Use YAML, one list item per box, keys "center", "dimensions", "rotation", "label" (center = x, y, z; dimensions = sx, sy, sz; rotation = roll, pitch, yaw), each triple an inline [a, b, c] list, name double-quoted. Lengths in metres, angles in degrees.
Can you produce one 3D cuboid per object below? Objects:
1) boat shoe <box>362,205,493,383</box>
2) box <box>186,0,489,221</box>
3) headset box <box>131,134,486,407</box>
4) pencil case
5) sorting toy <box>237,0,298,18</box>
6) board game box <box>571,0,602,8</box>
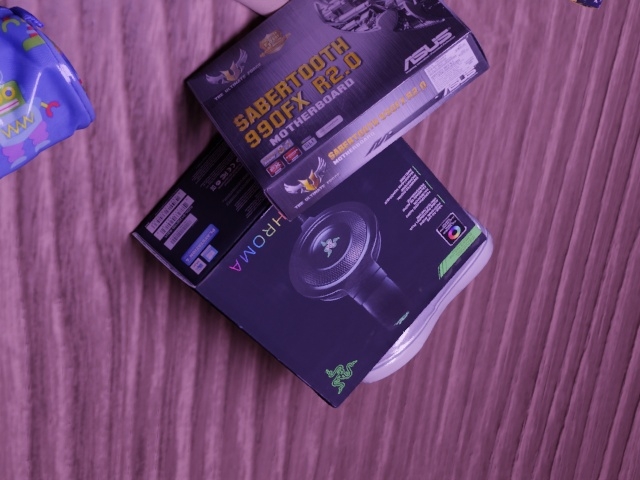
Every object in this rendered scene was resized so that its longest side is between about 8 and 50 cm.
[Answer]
- center: [0.097, 0.054, 1.647]
  dimensions: [0.227, 0.079, 0.081]
  rotation: [-49, 125, -10]
  label: "boat shoe"
- center: [0.012, -0.152, 1.351]
  dimensions: [0.231, 0.183, 0.056]
  rotation: [-37, 138, 2]
  label: "box"
- center: [0.000, 0.000, 1.496]
  dimensions: [0.246, 0.131, 0.283]
  rotation: [-48, 134, -4]
  label: "headset box"
- center: [-0.338, -0.080, 1.199]
  dimensions: [0.306, 0.119, 0.133]
  rotation: [-33, 129, -18]
  label: "pencil case"
- center: [0.028, -0.289, 1.420]
  dimensions: [0.193, 0.038, 0.208]
  rotation: [24, 104, -43]
  label: "sorting toy"
- center: [0.251, -0.336, 1.486]
  dimensions: [0.048, 0.141, 0.170]
  rotation: [8, 110, -39]
  label: "board game box"
